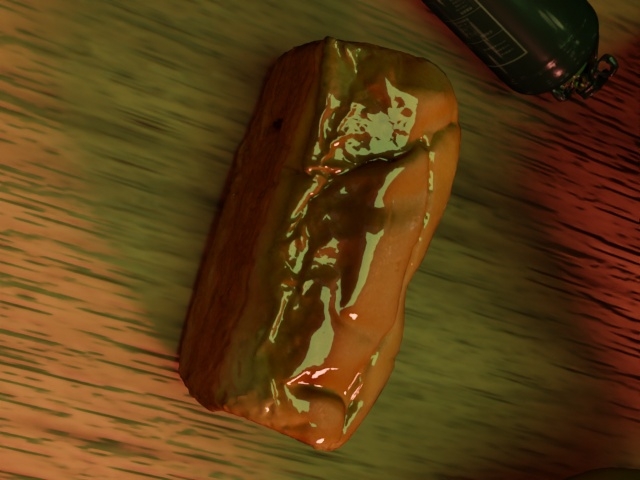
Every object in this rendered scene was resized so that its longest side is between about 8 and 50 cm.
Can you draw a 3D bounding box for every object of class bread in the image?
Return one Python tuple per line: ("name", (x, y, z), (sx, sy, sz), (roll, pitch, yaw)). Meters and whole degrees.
("bread", (0.000, 0.000, 1.060), (0.132, 0.167, 0.294), (16, 88, -28))

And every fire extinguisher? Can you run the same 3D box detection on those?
("fire extinguisher", (0.135, -0.207, 1.154), (0.095, 0.114, 0.311), (-38, 116, 23))

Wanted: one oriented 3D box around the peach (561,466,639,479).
("peach", (0.230, 0.331, 1.128), (0.314, 0.281, 0.316), (-32, 152, -3))
